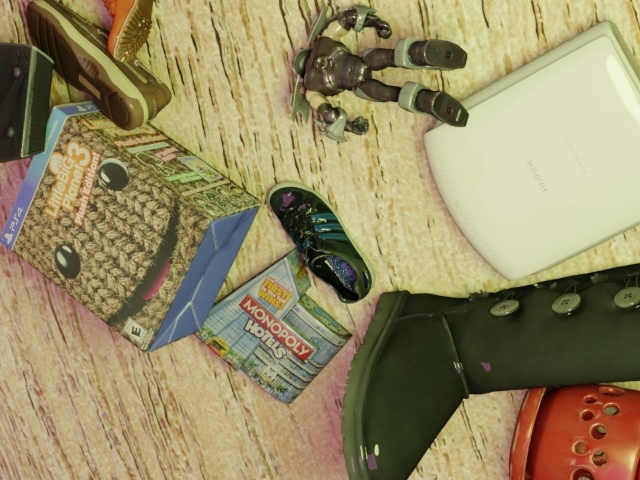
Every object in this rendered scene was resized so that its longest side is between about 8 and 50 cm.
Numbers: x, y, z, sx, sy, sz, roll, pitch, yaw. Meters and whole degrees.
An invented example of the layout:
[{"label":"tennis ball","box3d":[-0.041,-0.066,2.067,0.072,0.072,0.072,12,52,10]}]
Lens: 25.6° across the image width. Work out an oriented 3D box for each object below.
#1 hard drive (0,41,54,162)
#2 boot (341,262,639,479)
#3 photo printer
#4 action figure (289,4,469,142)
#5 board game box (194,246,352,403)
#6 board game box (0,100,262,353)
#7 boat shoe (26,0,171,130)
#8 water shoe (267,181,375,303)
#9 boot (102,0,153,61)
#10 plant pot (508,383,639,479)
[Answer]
[{"label":"hard drive","box3d":[-0.464,-0.192,1.998,0.255,0.054,0.172,5,89,48]},{"label":"boot","box3d":[0.271,0.172,1.804,0.445,0.367,0.146,-5,128,18]},{"label":"photo printer","box3d":[0.302,-0.105,1.834,0.308,0.107,0.256,-28,97,23]},{"label":"action figure","box3d":[0.062,-0.217,1.850,0.285,0.099,0.185,15,99,43]},{"label":"board game box","box3d":[-0.061,0.115,2.041,0.194,0.060,0.194,41,114,2]},{"label":"board game box","box3d":[-0.270,-0.026,1.986,0.291,0.141,0.232,35,114,18]},{"label":"boat shoe","box3d":[-0.311,-0.259,1.994,0.257,0.095,0.095,46,147,17]},{"label":"water shoe","box3d":[0.000,0.000,1.975,0.203,0.080,0.073,46,113,-1]},{"label":"boot","box3d":[-0.276,-0.322,1.951,0.085,0.059,0.157,10,74,18]},{"label":"plant pot","box3d":[0.352,0.282,1.896,0.174,0.191,0.191,11,110,18]}]
